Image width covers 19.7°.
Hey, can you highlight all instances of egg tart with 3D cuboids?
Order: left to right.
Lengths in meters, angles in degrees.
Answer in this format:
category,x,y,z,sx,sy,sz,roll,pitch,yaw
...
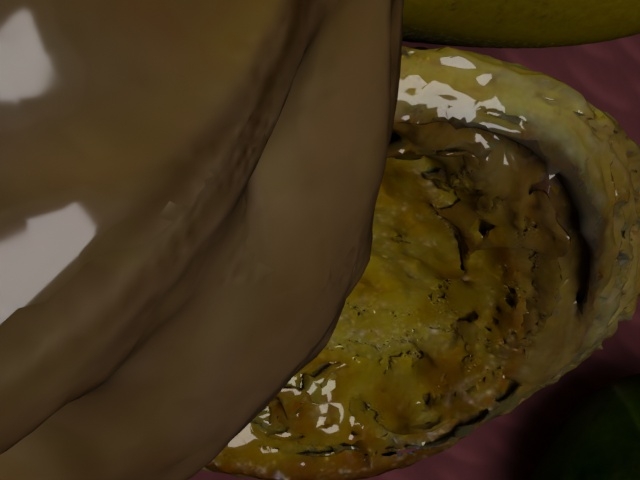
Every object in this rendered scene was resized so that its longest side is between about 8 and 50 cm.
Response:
category,x,y,z,sx,sy,sz,roll,pitch,yaw
egg tart,0.000,0.000,0.799,0.291,0.107,0.291,-1,139,-1

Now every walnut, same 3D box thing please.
category,x,y,z,sx,sy,sz,roll,pitch,yaw
walnut,-0.159,-0.060,0.528,0.384,0.383,0.383,-9,109,-26

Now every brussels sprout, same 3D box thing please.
category,x,y,z,sx,sy,sz,roll,pitch,yaw
brussels sprout,0.181,0.137,0.962,0.155,0.117,0.155,-12,130,-15

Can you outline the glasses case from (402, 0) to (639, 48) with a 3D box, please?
category,x,y,z,sx,sy,sz,roll,pitch,yaw
glasses case,0.037,-0.170,0.766,0.371,0.141,0.173,5,97,-30
